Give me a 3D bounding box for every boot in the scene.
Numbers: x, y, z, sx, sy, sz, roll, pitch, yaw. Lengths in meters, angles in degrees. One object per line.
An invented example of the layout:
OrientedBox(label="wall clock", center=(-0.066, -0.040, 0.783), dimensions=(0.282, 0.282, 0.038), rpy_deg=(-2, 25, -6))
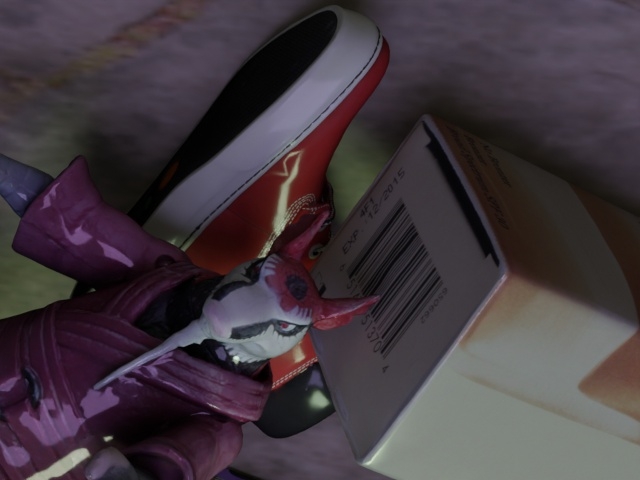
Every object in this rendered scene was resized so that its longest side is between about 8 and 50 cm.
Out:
OrientedBox(label="boot", center=(0.000, 0.000, 1.038), dimensions=(0.176, 0.088, 0.244), rpy_deg=(33, 121, -15))

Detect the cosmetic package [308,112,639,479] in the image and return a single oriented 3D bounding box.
OrientedBox(label="cosmetic package", center=(0.153, 0.071, 0.991), dimensions=(0.296, 0.153, 0.129), rpy_deg=(24, 114, -29))

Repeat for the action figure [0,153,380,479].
OrientedBox(label="action figure", center=(-0.136, 0.099, 0.957), dimensions=(0.370, 0.248, 0.275), rpy_deg=(-20, 147, 10))

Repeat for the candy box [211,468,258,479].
OrientedBox(label="candy box", center=(-0.022, 0.219, 1.102), dimensions=(0.196, 0.165, 0.070), rpy_deg=(22, 116, -9))
